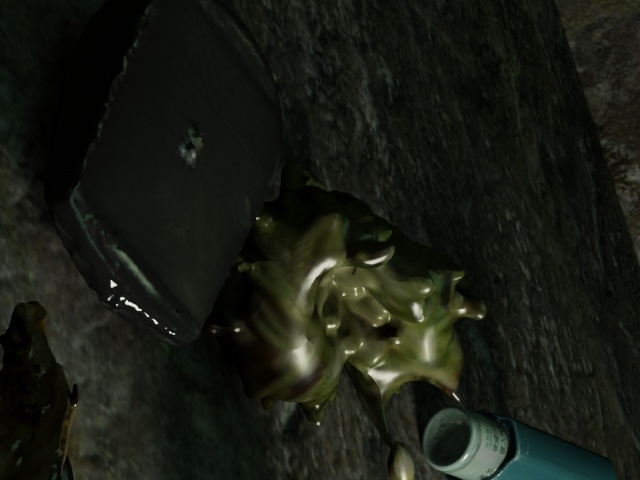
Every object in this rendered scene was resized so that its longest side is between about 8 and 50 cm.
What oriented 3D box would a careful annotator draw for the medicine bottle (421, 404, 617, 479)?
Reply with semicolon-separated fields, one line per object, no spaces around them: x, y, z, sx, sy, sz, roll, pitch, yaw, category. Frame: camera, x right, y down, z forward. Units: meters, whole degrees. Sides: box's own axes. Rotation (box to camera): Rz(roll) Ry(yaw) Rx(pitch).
0.185;0.224;1.796;0.258;0.124;0.079;27;49;-46;medicine bottle

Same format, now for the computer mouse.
-0.118;-0.060;1.284;0.168;0.087;0.295;53;38;-32;computer mouse

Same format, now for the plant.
-0.027;0.021;1.481;0.251;0.180;0.333;46;-3;-36;plant

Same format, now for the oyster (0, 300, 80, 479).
-0.145;0.188;0.996;0.129;0.078;0.345;78;-1;-66;oyster
